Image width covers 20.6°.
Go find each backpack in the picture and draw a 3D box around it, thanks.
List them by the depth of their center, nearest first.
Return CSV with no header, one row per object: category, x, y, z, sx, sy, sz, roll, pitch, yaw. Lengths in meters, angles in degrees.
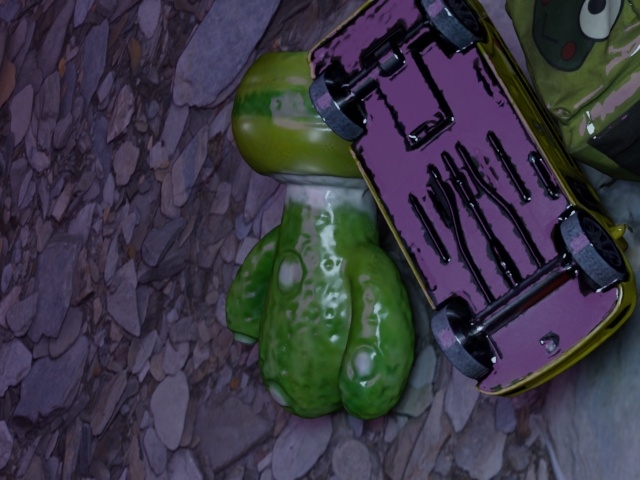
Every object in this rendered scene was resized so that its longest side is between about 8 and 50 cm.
backpack,0.261,-0.173,1.268,0.253,0.140,0.207,-42,44,26

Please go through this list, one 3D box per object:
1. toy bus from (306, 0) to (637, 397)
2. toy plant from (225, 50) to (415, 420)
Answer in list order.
toy bus,0.127,-0.044,1.335,0.145,0.151,0.331,-37,64,22
toy plant,0.000,0.000,1.552,0.224,0.184,0.316,3,87,47
